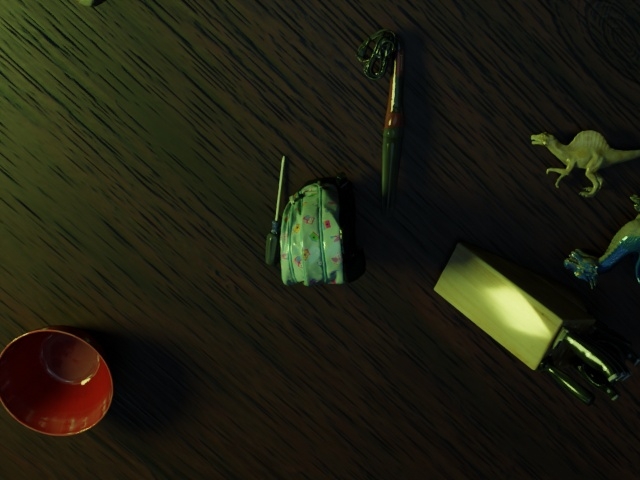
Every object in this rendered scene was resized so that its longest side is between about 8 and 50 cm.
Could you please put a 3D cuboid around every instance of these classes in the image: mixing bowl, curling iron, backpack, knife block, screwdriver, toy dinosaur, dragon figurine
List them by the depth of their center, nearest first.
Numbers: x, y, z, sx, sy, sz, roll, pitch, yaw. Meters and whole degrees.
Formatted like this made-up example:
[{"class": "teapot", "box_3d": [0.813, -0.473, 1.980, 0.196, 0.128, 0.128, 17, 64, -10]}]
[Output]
[{"class": "backpack", "box_3d": [0.000, 0.000, 1.492, 0.115, 0.182, 0.152, -10, 110, 6]}, {"class": "knife block", "box_3d": [0.309, 0.125, 1.492, 0.275, 0.242, 0.088, 23, 109, -6]}, {"class": "toy dinosaur", "box_3d": [0.392, -0.112, 1.502, 0.183, 0.053, 0.092, 6, 109, 0]}, {"class": "curling iron", "box_3d": [0.092, -0.167, 1.505, 0.068, 0.035, 0.274, -2, 109, 8]}, {"class": "dragon figurine", "box_3d": [0.504, 0.024, 1.527, 0.289, 0.085, 0.144, 12, 112, 3]}, {"class": "screwdriver", "box_3d": [-0.067, -0.043, 1.566, 0.025, 0.024, 0.170, -6, 111, -26]}, {"class": "mixing bowl", "box_3d": [-0.401, 0.200, 1.629, 0.181, 0.098, 0.181, 1, 111, 3]}]

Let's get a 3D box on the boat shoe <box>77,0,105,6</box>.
[{"class": "boat shoe", "box_3d": [-0.267, -0.469, 1.377, 0.116, 0.123, 0.324, 26, 103, 1]}]
